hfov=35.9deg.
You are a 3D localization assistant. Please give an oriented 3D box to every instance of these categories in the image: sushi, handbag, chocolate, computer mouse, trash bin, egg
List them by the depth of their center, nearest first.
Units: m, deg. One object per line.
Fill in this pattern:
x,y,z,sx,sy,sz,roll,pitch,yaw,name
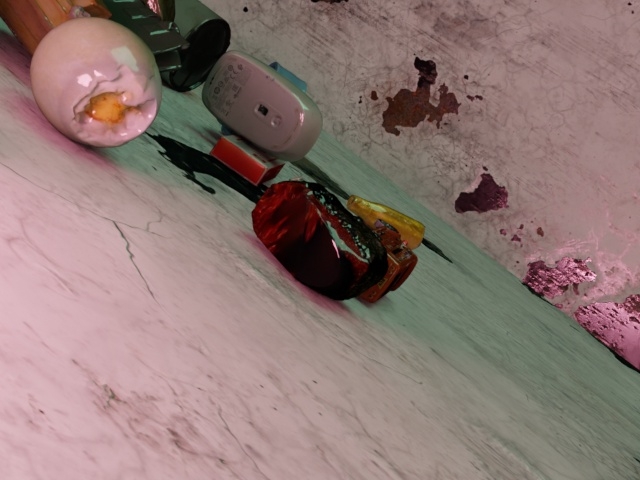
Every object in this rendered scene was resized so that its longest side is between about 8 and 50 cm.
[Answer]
-0.332,-0.240,1.449,0.183,0.183,0.217,25,24,-43,egg
0.000,0.000,1.570,0.126,0.136,0.225,6,35,-53,sushi
-0.405,-0.393,1.811,0.260,0.079,0.247,-22,63,-38,handbag
-0.119,-0.285,2.111,0.288,0.159,0.097,37,16,20,computer mouse
0.160,-0.053,2.472,0.219,0.085,0.085,28,12,-27,chocolate
-0.392,-0.535,2.493,0.262,0.217,0.277,39,32,17,trash bin

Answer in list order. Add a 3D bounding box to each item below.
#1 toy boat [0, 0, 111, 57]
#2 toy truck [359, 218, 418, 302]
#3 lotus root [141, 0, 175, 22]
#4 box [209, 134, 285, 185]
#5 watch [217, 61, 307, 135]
-0.474,-0.443,1.654,0.445,0.162,0.136,53,-29,14,toy boat
0.103,0.039,1.792,0.114,0.107,0.253,38,12,9,toy truck
-0.425,-0.478,2.099,0.250,0.250,0.346,34,10,-8,lotus root
-0.151,-0.175,2.107,0.123,0.050,0.229,36,11,2,box
-0.126,-0.310,2.288,0.211,0.193,0.211,29,-7,4,watch
